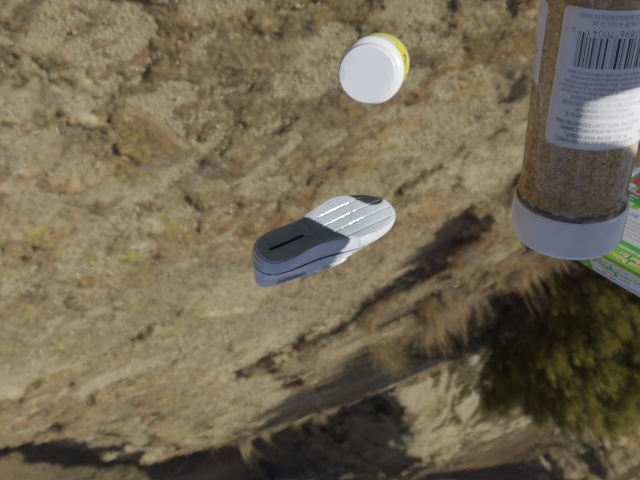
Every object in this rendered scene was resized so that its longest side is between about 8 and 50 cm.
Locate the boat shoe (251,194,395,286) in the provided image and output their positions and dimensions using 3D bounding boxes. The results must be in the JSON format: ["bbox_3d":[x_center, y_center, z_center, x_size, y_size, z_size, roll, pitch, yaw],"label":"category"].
[{"bbox_3d":[0.000,0.000,1.112,0.226,0.083,0.076,-17,148,-24],"label":"boat shoe"}]

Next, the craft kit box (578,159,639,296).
[{"bbox_3d":[0.535,-0.024,1.206,0.246,0.250,0.061,-34,126,-11],"label":"craft kit box"}]

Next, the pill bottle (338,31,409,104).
[{"bbox_3d":[0.096,-0.310,1.417,0.119,0.119,0.208,-30,-170,18],"label":"pill bottle"}]

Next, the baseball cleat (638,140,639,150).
[{"bbox_3d":[0.359,-0.197,0.954,0.072,0.206,0.109,-19,-177,-22],"label":"baseball cleat"}]

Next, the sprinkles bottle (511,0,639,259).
[{"bbox_3d":[0.268,-0.156,0.778,0.121,0.121,0.356,-17,126,-21],"label":"sprinkles bottle"}]
